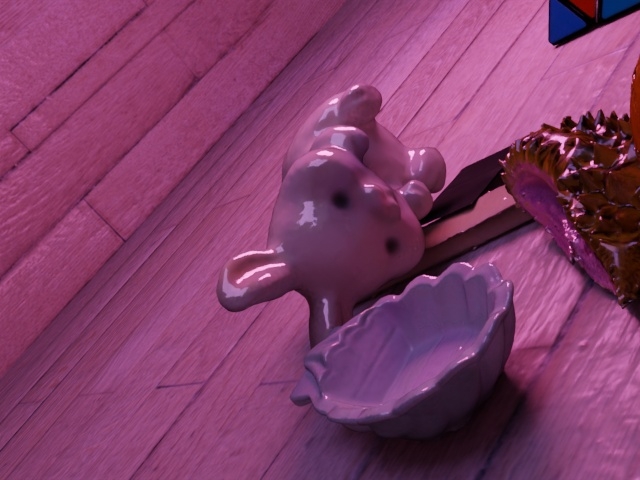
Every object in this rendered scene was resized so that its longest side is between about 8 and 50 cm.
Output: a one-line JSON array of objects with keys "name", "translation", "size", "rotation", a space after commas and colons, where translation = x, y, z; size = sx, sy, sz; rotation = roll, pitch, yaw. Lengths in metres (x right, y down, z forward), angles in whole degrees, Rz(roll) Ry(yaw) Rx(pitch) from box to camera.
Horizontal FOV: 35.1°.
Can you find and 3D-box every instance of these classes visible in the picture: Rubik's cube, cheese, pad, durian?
[{"name": "Rubik's cube", "translation": [0.388, -0.451, 1.508], "size": [0.250, 0.234, 0.284], "rotation": [-33, 20, 26]}, {"name": "cheese", "translation": [0.148, 0.001, 1.271], "size": [0.400, 0.034, 0.085], "rotation": [-29, 19, 34]}, {"name": "pad", "translation": [0.195, -0.075, 1.343], "size": [0.116, 0.004, 0.193], "rotation": [-24, 14, 44]}, {"name": "durian", "translation": [0.286, -0.073, 0.996], "size": [0.191, 0.112, 0.341], "rotation": [-41, 22, 9]}]

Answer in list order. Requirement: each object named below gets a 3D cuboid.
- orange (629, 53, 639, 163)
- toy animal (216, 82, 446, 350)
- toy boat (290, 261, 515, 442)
[{"name": "orange", "translation": [0.359, -0.110, 0.772], "size": [0.240, 0.240, 0.240], "rotation": [-37, 18, 14]}, {"name": "toy animal", "translation": [0.007, -0.007, 1.238], "size": [0.241, 0.196, 0.367], "rotation": [-41, 19, 34]}, {"name": "toy boat", "translation": [0.090, 0.123, 0.989], "size": [0.290, 0.100, 0.199], "rotation": [-15, 31, 53]}]
